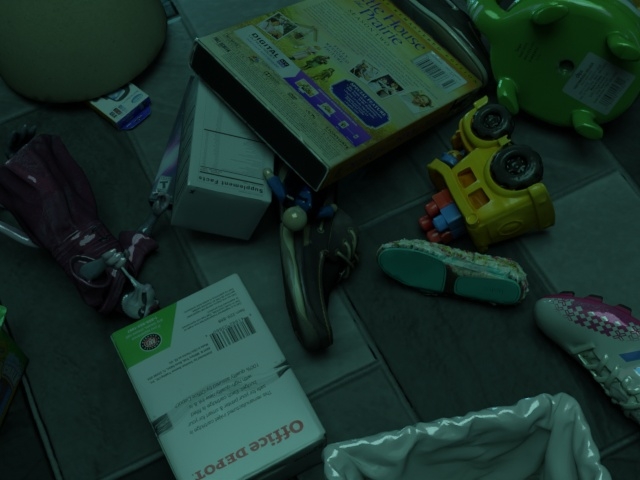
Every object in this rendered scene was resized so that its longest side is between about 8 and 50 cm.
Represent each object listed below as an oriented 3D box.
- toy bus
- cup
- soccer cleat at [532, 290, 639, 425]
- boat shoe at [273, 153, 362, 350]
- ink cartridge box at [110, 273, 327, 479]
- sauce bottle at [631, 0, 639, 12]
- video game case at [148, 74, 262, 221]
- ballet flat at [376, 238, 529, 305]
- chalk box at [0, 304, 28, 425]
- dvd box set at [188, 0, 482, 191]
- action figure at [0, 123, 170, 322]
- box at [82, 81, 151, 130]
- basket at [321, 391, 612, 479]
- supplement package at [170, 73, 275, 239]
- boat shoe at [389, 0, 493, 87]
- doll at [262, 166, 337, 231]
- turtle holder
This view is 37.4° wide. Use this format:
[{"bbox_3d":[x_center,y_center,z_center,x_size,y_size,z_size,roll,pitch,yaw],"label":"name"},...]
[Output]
[{"bbox_3d":[0.246,-0.092,1.533,0.212,0.149,0.220,-27,59,6],"label":"toy bus"},{"bbox_3d":[-0.463,-0.448,1.690,0.331,0.237,0.331,-4,55,5],"label":"cup"},{"bbox_3d":[0.449,0.189,1.362,0.331,0.116,0.143,25,64,16],"label":"soccer cleat"},{"bbox_3d":[0.000,0.000,1.488,0.130,0.132,0.355,-6,61,-2],"label":"boat shoe"},{"bbox_3d":[-0.145,0.226,1.371,0.211,0.121,0.289,-25,62,-11],"label":"ink cartridge box"},{"bbox_3d":[0.551,-0.466,1.731,0.112,0.111,0.344,-16,61,-6],"label":"sauce bottle"},{"bbox_3d":[-0.168,-0.165,1.652,0.196,0.026,0.274,9,62,8],"label":"video game case"},{"bbox_3d":[0.208,0.045,1.490,0.241,0.091,0.077,16,32,7],"label":"ballet flat"},{"bbox_3d":[-0.534,0.192,1.411,0.133,0.132,0.213,11,61,11],"label":"chalk box"},{"bbox_3d":[0.036,-0.273,1.561,0.307,0.062,0.420,45,48,14],"label":"dvd box set"},{"bbox_3d":[-0.382,0.011,1.470,0.276,0.248,0.370,-36,88,20],"label":"action figure"},{"bbox_3d":[-0.372,-0.257,1.713,0.136,0.028,0.081,36,67,23],"label":"box"},{"bbox_3d":[0.194,0.407,1.168,0.332,0.266,0.328,-12,61,-3],"label":"basket"},{"bbox_3d":[-0.154,-0.144,1.527,0.139,0.134,0.244,12,59,-16],"label":"supplement package"},{"bbox_3d":[0.221,-0.411,1.719,0.096,0.112,0.335,-34,61,-10],"label":"boat shoe"},{"bbox_3d":[-0.028,-0.084,1.447,0.129,0.046,0.189,25,46,-12],"label":"doll"},{"bbox_3d":[0.396,-0.332,1.605,0.321,0.243,0.227,6,39,21],"label":"turtle holder"}]
